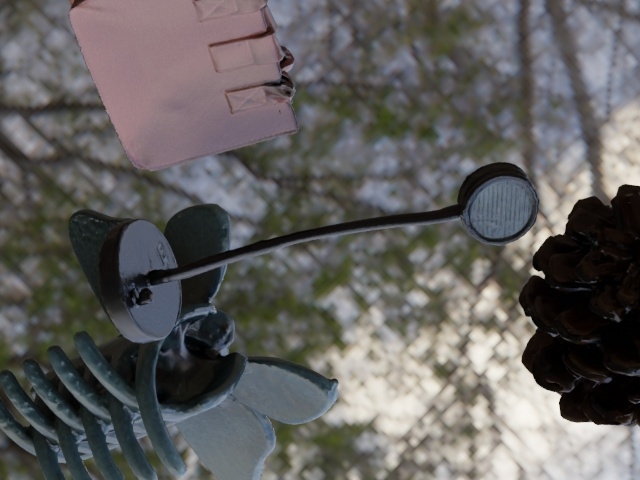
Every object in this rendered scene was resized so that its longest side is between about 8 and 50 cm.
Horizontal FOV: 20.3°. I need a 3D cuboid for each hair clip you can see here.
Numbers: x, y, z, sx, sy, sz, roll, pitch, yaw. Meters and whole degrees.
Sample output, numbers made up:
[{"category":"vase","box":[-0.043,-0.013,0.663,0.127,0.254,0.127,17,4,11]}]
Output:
[{"category":"hair clip","box":[-0.191,0.152,1.975,0.238,0.392,0.318,-34,-173,-38]}]

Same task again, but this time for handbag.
[{"category":"handbag","box":[-0.107,-0.154,1.431,0.157,0.212,0.059,-14,-129,4]}]

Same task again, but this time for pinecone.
[{"category":"pinecone","box":[0.277,0.049,1.574,0.221,0.221,0.221,-37,-157,18]}]

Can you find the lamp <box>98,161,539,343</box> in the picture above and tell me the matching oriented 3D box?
[{"category":"lamp","box":[-0.007,-0.017,1.534,0.371,0.130,0.108,-22,-151,4]}]
